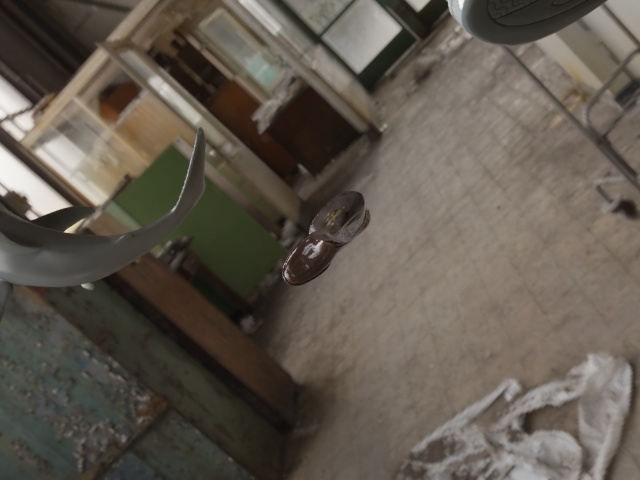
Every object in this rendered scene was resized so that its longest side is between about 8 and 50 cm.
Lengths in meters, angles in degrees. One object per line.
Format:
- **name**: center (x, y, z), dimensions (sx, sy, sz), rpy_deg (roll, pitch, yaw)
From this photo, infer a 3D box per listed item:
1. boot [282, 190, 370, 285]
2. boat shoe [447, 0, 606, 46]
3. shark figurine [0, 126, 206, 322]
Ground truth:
- **boot**: center (0.000, 0.000, 0.759), dimensions (0.106, 0.037, 0.114), rpy_deg (-45, -6, 3)
- **boat shoe**: center (0.143, -0.237, 0.371), dimensions (0.103, 0.118, 0.320), rpy_deg (49, 122, 38)
- **shark figurine**: center (-0.227, -0.009, 0.740), dimensions (0.278, 0.116, 0.166), rpy_deg (-5, 62, 14)
